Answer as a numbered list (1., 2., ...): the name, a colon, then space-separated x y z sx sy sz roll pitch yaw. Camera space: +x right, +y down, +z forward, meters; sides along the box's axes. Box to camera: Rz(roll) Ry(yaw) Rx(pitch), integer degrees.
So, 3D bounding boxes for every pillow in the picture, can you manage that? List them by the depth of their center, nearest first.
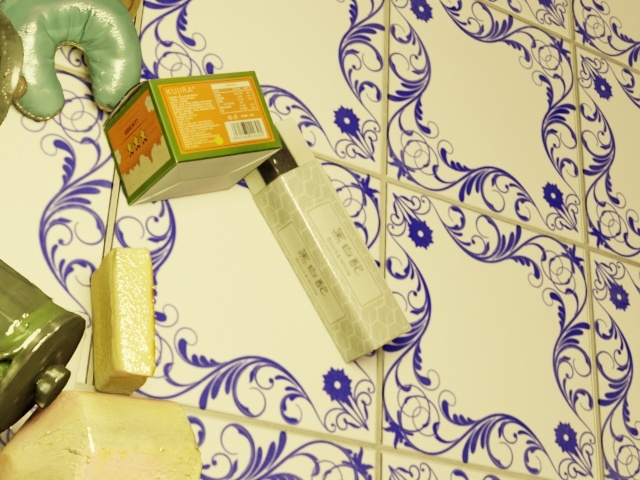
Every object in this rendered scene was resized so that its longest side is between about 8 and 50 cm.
1. pillow: -0.387 -0.290 1.686 0.233 0.086 0.214 -11 93 -29

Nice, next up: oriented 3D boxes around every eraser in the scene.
1. eraser: 0.000 0.000 1.829 0.096 0.098 0.404 -28 87 -39

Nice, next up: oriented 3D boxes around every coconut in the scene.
1. coconut: -0.295 0.305 1.414 0.245 0.233 0.233 7 66 -34

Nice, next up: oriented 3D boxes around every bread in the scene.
1. bread: -0.279 0.117 1.574 0.068 0.125 0.188 3 68 -25

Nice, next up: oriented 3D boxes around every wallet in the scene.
1. wallet: -0.365 0.155 1.562 0.061 0.025 0.122 19 60 -24

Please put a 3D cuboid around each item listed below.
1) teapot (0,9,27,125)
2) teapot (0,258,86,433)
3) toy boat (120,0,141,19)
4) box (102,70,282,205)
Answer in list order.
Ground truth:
1. teapot: -0.528 -0.207 1.494 0.285 0.223 0.305 12 61 -38
2. teapot: -0.452 0.088 1.390 0.337 0.270 0.200 36 84 7
3. toy boat: -0.380 -0.420 1.778 0.188 0.061 0.116 23 60 -24
4. box: -0.200 -0.162 1.714 0.195 0.177 0.148 -13 78 -37
